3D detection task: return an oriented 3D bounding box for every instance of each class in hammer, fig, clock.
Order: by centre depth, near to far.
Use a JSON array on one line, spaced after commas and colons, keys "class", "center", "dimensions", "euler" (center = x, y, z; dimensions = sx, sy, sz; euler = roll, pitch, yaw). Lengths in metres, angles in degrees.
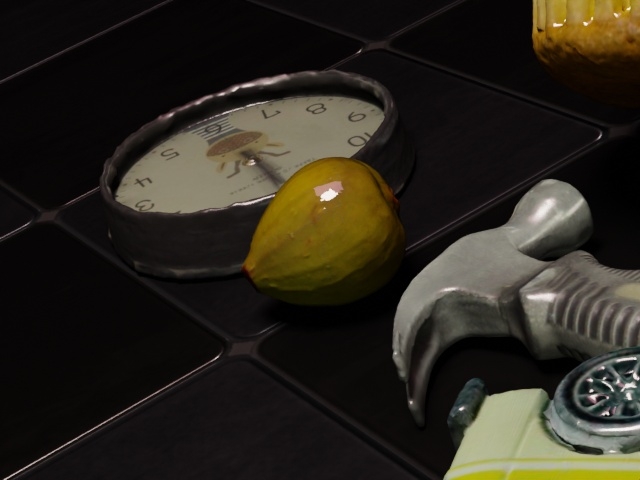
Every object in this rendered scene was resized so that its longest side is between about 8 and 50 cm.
[{"class": "hammer", "center": [0.137, 0.035, 0.798], "dimensions": [0.226, 0.041, 0.158], "euler": [10, 39, 43]}, {"class": "fig", "center": [0.000, 0.000, 0.915], "dimensions": [0.088, 0.074, 0.074], "euler": [-32, 26, 6]}, {"class": "clock", "center": [-0.038, -0.043, 1.047], "dimensions": [0.184, 0.040, 0.184], "euler": [-14, 27, 7]}]

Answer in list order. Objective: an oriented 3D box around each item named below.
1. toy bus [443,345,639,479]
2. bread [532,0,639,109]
[{"class": "toy bus", "center": [0.160, 0.125, 0.518], "dimensions": [0.276, 0.134, 0.165], "euler": [-4, 30, 28]}, {"class": "bread", "center": [0.231, -0.130, 0.880], "dimensions": [0.253, 0.143, 0.227], "euler": [7, -3, 28]}]
